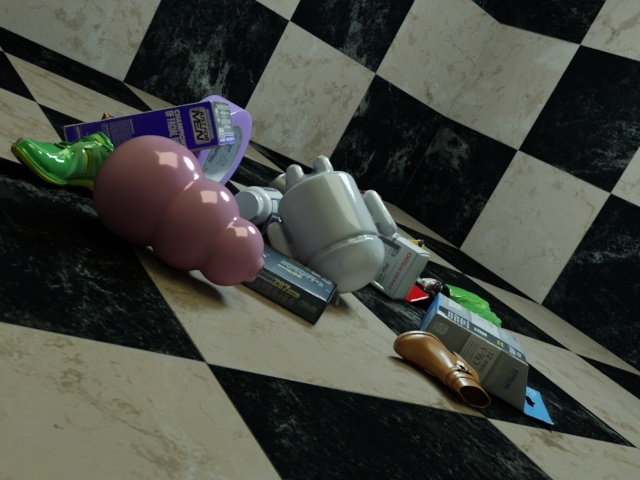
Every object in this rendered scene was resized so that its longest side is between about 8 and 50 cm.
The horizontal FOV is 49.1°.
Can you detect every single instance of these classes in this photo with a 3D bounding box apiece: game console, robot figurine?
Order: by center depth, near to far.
[{"bbox_3d":[0.027,-0.023,1.667,0.200,0.300,0.353,92,-23,-70],"label":"robot figurine"},{"bbox_3d":[0.277,0.167,2.121,0.144,0.085,0.124,42,-14,51],"label":"game console"}]

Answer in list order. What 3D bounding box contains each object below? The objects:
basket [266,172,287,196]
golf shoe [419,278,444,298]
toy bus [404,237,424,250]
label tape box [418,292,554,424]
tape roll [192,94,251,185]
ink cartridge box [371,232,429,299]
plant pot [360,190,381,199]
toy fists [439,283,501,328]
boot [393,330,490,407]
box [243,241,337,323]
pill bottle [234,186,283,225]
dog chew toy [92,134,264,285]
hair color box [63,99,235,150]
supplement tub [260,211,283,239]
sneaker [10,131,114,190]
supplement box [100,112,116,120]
[{"bbox_3d":[-0.041,-0.083,2.132,0.227,0.154,0.204,37,14,20],"label":"basket"},{"bbox_3d":[0.345,0.154,2.230,0.086,0.067,0.186,25,-2,23],"label":"golf shoe"},{"bbox_3d":[0.235,0.047,2.239,0.130,0.108,0.333,-1,-2,25],"label":"toy bus"},{"bbox_3d":[0.404,0.274,1.669,0.348,0.115,0.249,28,10,7],"label":"label tape box"},{"bbox_3d":[-0.294,-0.239,1.843,0.090,0.274,0.275,30,10,11],"label":"tape roll"},{"bbox_3d":[0.181,0.051,2.021,0.218,0.158,0.092,33,12,26],"label":"ink cartridge box"},{"bbox_3d":[0.092,-0.079,2.389,0.180,0.201,0.201,9,15,-14],"label":"plant pot"},{"bbox_3d":[0.445,0.223,2.081,0.142,0.096,0.279,17,13,-7],"label":"toy fists"},{"bbox_3d":[0.252,0.264,1.435,0.197,0.073,0.152,22,16,-20],"label":"boot"},{"bbox_3d":[-0.084,0.076,1.475,0.233,0.059,0.183,29,11,4],"label":"box"},{"bbox_3d":[-0.174,-0.095,1.935,0.108,0.108,0.180,31,10,14],"label":"pill bottle"},{"bbox_3d":[-0.245,-0.040,1.272,0.332,0.206,0.206,38,11,2],"label":"dog chew toy"},{"bbox_3d":[-0.383,-0.242,1.611,0.339,0.110,0.185,-10,9,6],"label":"hair color box"},{"bbox_3d":[-0.052,-0.001,1.808,0.198,0.106,0.106,26,11,-13],"label":"supplement tub"},{"bbox_3d":[-0.490,-0.172,1.421,0.109,0.123,0.295,35,13,29],"label":"sneaker"},{"bbox_3d":[-0.615,-0.339,2.092,0.083,0.055,0.043,23,12,-33],"label":"supplement box"}]
